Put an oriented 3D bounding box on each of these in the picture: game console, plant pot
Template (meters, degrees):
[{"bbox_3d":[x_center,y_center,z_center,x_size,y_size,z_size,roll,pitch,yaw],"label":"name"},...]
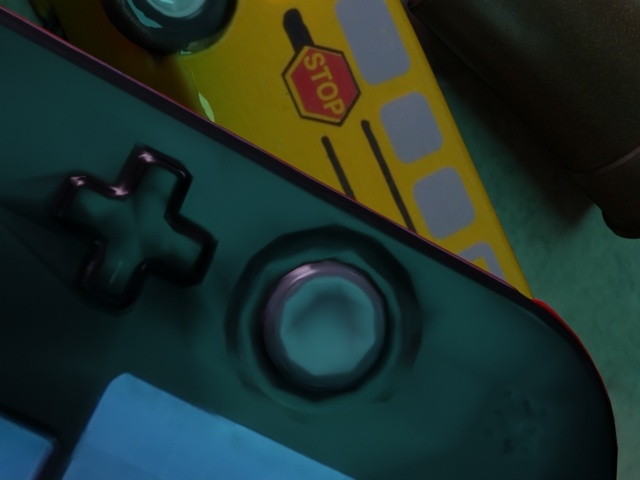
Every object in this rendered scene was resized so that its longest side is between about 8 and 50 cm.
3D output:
[{"bbox_3d":[-0.113,0.139,0.339,0.342,0.060,0.386,29,85,-16],"label":"game console"},{"bbox_3d":[0.144,-0.115,0.554,0.165,0.167,0.167,37,65,-10],"label":"plant pot"}]

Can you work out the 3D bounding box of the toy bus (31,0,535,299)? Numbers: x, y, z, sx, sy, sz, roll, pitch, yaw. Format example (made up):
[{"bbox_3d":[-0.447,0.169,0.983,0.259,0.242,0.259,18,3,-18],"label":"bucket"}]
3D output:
[{"bbox_3d":[0.000,0.000,0.473,0.130,0.108,0.332,-27,94,-30],"label":"toy bus"}]
